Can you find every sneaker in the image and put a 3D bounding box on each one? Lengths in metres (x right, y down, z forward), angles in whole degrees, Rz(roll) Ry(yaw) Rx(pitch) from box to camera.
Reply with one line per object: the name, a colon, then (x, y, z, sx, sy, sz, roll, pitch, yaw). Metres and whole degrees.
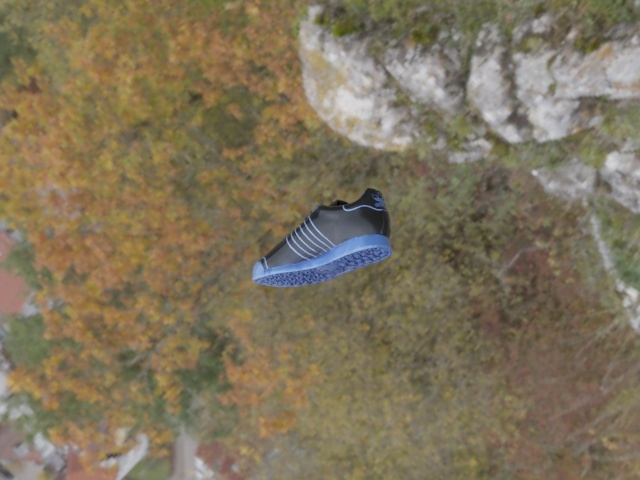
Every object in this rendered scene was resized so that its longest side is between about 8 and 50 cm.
sneaker: (0.000, 0.000, 1.345, 0.232, 0.090, 0.081, -18, 156, 36)
